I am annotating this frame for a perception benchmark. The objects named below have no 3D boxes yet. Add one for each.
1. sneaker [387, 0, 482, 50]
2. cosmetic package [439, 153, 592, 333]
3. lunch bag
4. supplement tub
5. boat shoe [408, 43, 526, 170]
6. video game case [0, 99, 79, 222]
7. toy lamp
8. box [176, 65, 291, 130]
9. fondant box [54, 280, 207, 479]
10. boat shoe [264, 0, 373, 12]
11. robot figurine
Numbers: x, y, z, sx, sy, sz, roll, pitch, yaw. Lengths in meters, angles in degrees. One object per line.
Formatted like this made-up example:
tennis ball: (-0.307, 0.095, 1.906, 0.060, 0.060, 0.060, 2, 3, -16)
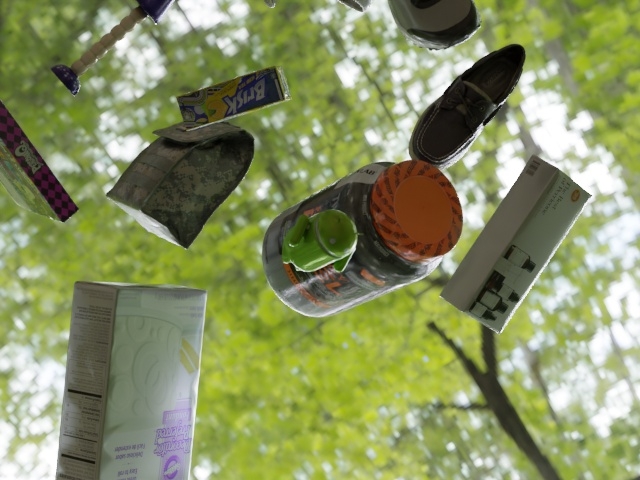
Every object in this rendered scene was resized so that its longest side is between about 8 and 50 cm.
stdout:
sneaker: (0.114, -0.354, 1.655, 0.100, 0.108, 0.271, -33, -120, 2)
cosmetic package: (0.277, 0.007, 1.777, 0.060, 0.099, 0.239, 36, -85, 46)
lunch bag: (-0.287, -0.150, 2.688, 0.287, 0.169, 0.235, -51, -152, -10)
supplement tub: (0.068, -0.005, 2.092, 0.338, 0.207, 0.207, -28, -157, 52)
boat shoe: (0.251, -0.233, 2.128, 0.285, 0.103, 0.092, -46, 171, -24)
video game case: (-0.496, -0.140, 1.995, 0.042, 0.232, 0.210, -42, -152, -19)
toy lamp: (-0.393, -0.394, 2.416, 0.275, 0.080, 0.080, -41, -150, -5)
box: (-0.135, -0.223, 1.982, 0.169, 0.059, 0.054, -16, -175, 12)
fondant box: (-0.299, 0.234, 2.023, 0.096, 0.238, 0.330, 7, -89, 31)
boat shoe: (-0.068, -0.489, 2.215, 0.156, 0.367, 0.136, -70, -161, -1)
robot figurine: (0.000, 0.000, 1.662, 0.115, 0.101, 0.067, -25, -134, 37)
